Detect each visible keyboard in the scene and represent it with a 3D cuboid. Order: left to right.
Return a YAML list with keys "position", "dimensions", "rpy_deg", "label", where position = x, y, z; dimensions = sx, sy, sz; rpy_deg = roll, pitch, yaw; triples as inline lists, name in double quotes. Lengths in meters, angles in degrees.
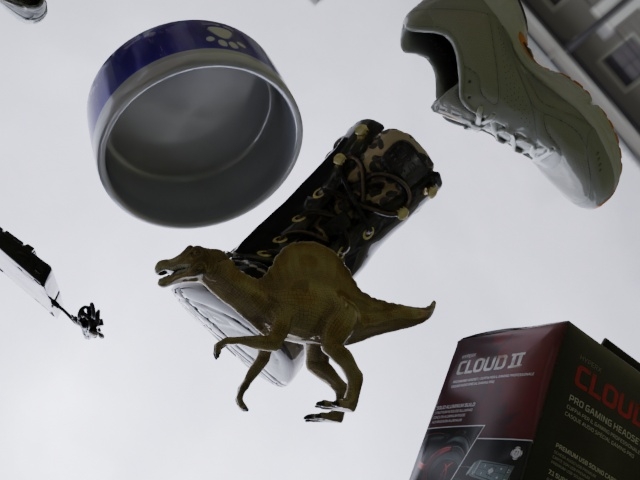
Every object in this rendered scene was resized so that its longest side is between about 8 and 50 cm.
- position: [-0.343, 0.058, 1.001]
  dimensions: [0.201, 0.317, 0.033]
  rpy_deg: [42, -108, -4]
  label: "keyboard"

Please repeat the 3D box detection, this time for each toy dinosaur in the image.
- position: [0.005, 0.047, 0.424]
  dimensions: [0.183, 0.053, 0.093]
  rpy_deg: [13, -114, -28]
  label: "toy dinosaur"

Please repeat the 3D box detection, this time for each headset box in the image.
- position: [0.159, 0.205, 0.493]
  dimensions: [0.218, 0.110, 0.293]
  rpy_deg: [35, -117, -18]
  label: "headset box"

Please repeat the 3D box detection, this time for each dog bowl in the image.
- position: [-0.162, -0.144, 1.033]
  dimensions: [0.264, 0.265, 0.104]
  rpy_deg: [13, -144, -37]
  label: "dog bowl"

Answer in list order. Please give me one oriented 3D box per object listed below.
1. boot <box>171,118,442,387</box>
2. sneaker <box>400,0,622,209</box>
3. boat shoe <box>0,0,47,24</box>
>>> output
- position: [0.000, 0.000, 0.806]
  dimensions: [0.138, 0.377, 0.284]
  rpy_deg: [42, -101, 3]
  label: "boot"
- position: [0.169, -0.124, 0.755]
  dimensions: [0.121, 0.099, 0.262]
  rpy_deg: [-37, -91, -22]
  label: "sneaker"
- position: [-0.537, -0.438, 1.288]
  dimensions: [0.219, 0.070, 0.078]
  rpy_deg: [33, -104, -10]
  label: "boat shoe"
